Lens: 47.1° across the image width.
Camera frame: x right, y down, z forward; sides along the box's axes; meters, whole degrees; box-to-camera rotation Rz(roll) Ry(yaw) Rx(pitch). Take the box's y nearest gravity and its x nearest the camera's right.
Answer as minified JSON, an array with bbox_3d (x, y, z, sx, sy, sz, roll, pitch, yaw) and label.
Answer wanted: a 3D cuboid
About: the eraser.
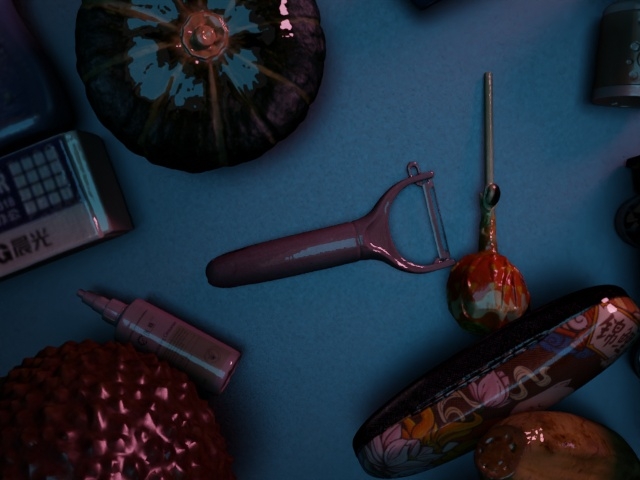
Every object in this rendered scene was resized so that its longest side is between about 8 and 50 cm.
[{"bbox_3d":[-0.367,-0.019,0.828,0.279,0.081,0.124,-20,91,6],"label":"eraser"}]

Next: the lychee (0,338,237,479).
[{"bbox_3d":[-0.230,0.250,0.742,0.276,0.276,0.304,-26,74,6],"label":"lychee"}]

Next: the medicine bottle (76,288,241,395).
[{"bbox_3d":[-0.188,0.105,0.828,0.199,0.057,0.057,29,95,4],"label":"medicine bottle"}]

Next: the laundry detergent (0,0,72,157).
[{"bbox_3d":[-0.395,-0.231,0.815,0.143,0.094,0.289,-25,90,10],"label":"laundry detergent"}]

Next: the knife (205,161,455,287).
[{"bbox_3d":[-0.001,0.000,0.809,0.278,0.053,0.123,-13,86,5],"label":"knife"}]

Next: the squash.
[{"bbox_3d":[-0.121,-0.197,0.753,0.252,0.165,0.252,0,93,-8],"label":"squash"}]

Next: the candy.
[{"bbox_3d":[0.183,-0.040,0.786,0.084,0.078,0.287,5,84,-17],"label":"candy"}]

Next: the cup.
[{"bbox_3d":[0.336,-0.190,0.751,0.102,0.074,0.099,5,93,5],"label":"cup"}]

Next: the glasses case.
[{"bbox_3d":[0.178,0.149,0.750,0.321,0.122,0.082,-34,55,12],"label":"glasses case"}]

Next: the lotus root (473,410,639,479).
[{"bbox_3d":[0.240,0.224,0.732,0.258,0.097,0.110,28,86,-38],"label":"lotus root"}]

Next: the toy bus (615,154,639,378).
[{"bbox_3d":[0.417,0.065,0.714,0.194,0.162,0.323,-6,90,3],"label":"toy bus"}]

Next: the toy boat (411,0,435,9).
[{"bbox_3d":[0.211,-0.329,0.727,0.299,0.096,0.061,-27,98,22],"label":"toy boat"}]
